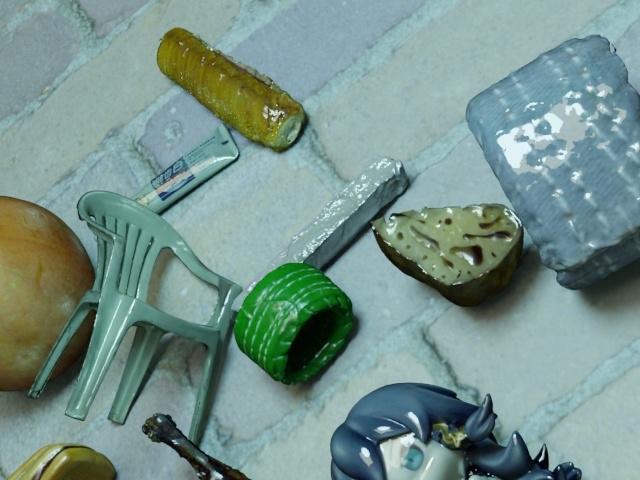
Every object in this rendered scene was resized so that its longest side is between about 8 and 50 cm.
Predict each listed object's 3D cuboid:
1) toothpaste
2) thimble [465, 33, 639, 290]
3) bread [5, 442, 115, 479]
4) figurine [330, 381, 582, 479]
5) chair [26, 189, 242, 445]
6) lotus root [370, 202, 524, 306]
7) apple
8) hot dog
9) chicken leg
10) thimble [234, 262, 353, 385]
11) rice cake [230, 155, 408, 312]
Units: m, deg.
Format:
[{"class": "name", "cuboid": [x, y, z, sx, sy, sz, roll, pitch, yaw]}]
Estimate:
[{"class": "toothpaste", "cuboid": [-0.207, -0.067, 1.754, 0.233, 0.038, 0.060, -36, 56, 8]}, {"class": "thimble", "cuboid": [0.267, -0.082, 1.347, 0.172, 0.205, 0.236, -30, 53, 15]}, {"class": "bread", "cuboid": [-0.340, 0.320, 1.583, 0.200, 0.116, 0.077, -50, 55, 1]}, {"class": "figurine", "cuboid": [0.135, 0.241, 1.275, 0.265, 0.197, 0.175, 35, 86, 22]}, {"class": "chair", "cuboid": [-0.225, 0.086, 1.583, 0.190, 0.203, 0.274, 10, 77, 48]}, {"class": "lotus root", "cuboid": [0.145, 0.024, 1.422, 0.159, 0.135, 0.095, -8, 63, 14]}, {"class": "apple", "cuboid": [-0.409, 0.064, 1.690, 0.253, 0.253, 0.253, -15, 59, 26]}, {"class": "hot dog", "cuboid": [-0.128, -0.207, 1.755, 0.289, 0.068, 0.083, 36, 95, 38]}, {"class": "chicken leg", "cuboid": [-0.098, 0.277, 1.455, 0.253, 0.106, 0.051, 36, 81, 25]}, {"class": "thimble", "cuboid": [-0.031, 0.096, 1.506, 0.090, 0.118, 0.130, 37, 116, 36]}, {"class": "rice cake", "cuboid": [0.000, 0.000, 1.573, 0.270, 0.055, 0.049, -45, 51, 6]}]
